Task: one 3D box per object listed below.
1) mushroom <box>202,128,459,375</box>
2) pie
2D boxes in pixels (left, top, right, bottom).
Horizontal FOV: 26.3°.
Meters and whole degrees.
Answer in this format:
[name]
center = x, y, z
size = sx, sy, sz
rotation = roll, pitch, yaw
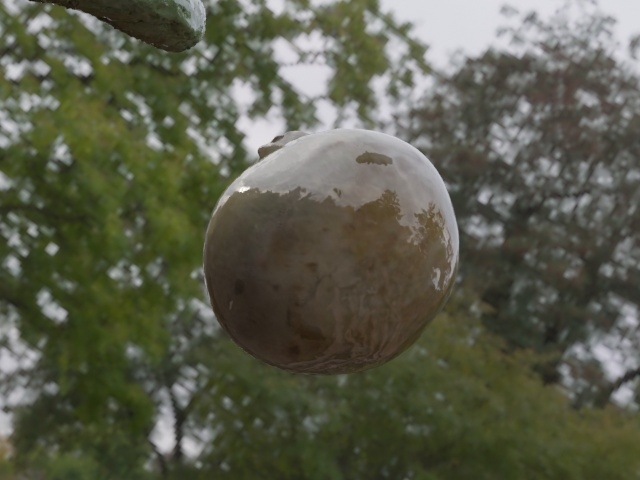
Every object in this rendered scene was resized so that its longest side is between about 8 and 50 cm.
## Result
[mushroom]
center = 0.000, 0.000, 1.557
size = 0.297, 0.297, 0.290
rotation = 49, 2, -34
[pie]
center = -0.194, -0.185, 0.932
size = 0.240, 0.054, 0.240
rotation = 17, 12, -4
